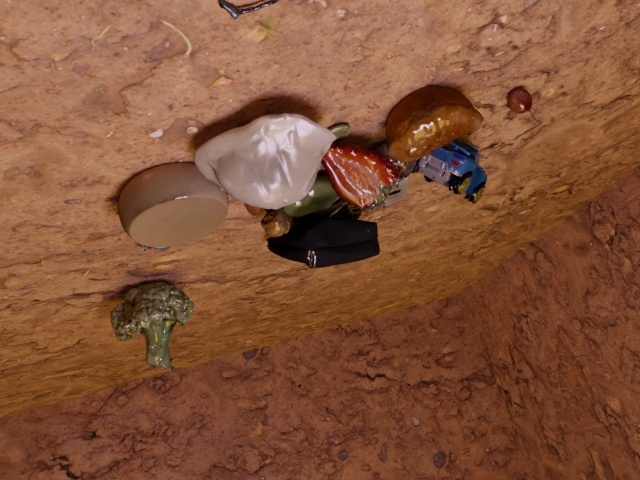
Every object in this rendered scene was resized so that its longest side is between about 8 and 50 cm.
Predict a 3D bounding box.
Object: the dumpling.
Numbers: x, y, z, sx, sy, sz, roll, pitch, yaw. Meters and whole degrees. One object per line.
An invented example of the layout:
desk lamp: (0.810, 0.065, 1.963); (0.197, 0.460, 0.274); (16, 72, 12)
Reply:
dumpling: (-0.107, -0.183, 1.152); (0.317, 0.187, 0.243); (-5, 157, -29)

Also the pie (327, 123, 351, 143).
pie: (0.039, -0.269, 1.313); (0.085, 0.017, 0.085); (-19, 162, -6)

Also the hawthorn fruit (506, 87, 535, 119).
hawthorn fruit: (0.565, -0.376, 1.426); (0.066, 0.103, 0.067); (-35, 156, -18)

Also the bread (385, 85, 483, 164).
bread: (0.273, -0.306, 1.292); (0.260, 0.129, 0.134); (-24, 158, 5)

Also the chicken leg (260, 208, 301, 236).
chicken leg: (-0.115, -0.071, 1.577); (0.085, 0.101, 0.207); (-26, 179, 25)

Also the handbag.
handbag: (0.000, 0.000, 1.696); (0.342, 0.152, 0.287); (-6, -176, -40)

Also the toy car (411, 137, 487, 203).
toy car: (0.404, -0.228, 1.558); (0.314, 0.198, 0.166); (11, 111, -57)

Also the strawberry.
strawberry: (0.088, -0.178, 1.367); (0.228, 0.098, 0.174); (20, 126, -12)

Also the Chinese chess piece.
Chinese chess piece: (-0.363, -0.084, 1.280); (0.273, 0.102, 0.273); (-20, 159, -8)

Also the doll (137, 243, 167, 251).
doll: (-0.471, 0.009, 1.496); (0.114, 0.039, 0.057); (0, 110, -25)

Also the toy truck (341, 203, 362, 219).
toy truck: (0.108, -0.091, 1.756); (0.049, 0.054, 0.083); (-12, 149, -23)

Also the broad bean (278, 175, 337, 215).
broad bean: (-0.034, -0.127, 1.490); (0.227, 0.100, 0.169); (-13, 165, -24)

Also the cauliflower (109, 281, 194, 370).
cauliflower: (-0.581, 0.276, 1.743); (0.260, 0.281, 0.327); (19, 166, -10)

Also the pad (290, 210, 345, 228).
pad: (-0.038, -0.050, 1.799); (0.245, 0.006, 0.170); (-8, 155, -29)

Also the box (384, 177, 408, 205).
box: (0.248, -0.169, 1.742); (0.089, 0.024, 0.167); (-20, 160, -1)

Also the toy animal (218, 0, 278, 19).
toy animal: (-0.040, -0.422, 0.825); (0.252, 0.070, 0.079); (-19, 127, 29)

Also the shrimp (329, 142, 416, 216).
shrimp: (0.143, -0.169, 1.522); (0.145, 0.117, 0.343); (16, 139, -38)

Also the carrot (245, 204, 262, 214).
carrot: (-0.186, -0.110, 1.447); (0.072, 0.072, 0.205); (-17, 167, -10)
